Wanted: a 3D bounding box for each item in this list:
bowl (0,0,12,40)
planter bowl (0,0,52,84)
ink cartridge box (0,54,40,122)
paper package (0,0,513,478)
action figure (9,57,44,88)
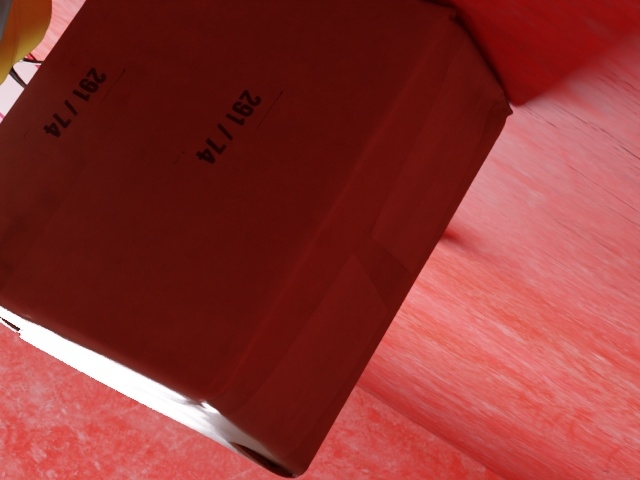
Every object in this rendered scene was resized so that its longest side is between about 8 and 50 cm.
[{"bbox_3d":[-0.338,-0.299,1.072,0.311,0.163,0.311,31,170,6],"label":"bowl"},{"bbox_3d":[-0.323,-0.245,1.375,0.217,0.090,0.217,34,131,50],"label":"planter bowl"},{"bbox_3d":[-0.519,-0.265,1.946,0.237,0.100,0.172,27,168,26],"label":"ink cartridge box"},{"bbox_3d":[-0.077,-0.041,1.031,0.309,0.325,0.168,23,164,29],"label":"paper package"},{"bbox_3d":[-0.417,-0.264,1.520,0.276,0.164,0.141,45,155,-18],"label":"action figure"}]
